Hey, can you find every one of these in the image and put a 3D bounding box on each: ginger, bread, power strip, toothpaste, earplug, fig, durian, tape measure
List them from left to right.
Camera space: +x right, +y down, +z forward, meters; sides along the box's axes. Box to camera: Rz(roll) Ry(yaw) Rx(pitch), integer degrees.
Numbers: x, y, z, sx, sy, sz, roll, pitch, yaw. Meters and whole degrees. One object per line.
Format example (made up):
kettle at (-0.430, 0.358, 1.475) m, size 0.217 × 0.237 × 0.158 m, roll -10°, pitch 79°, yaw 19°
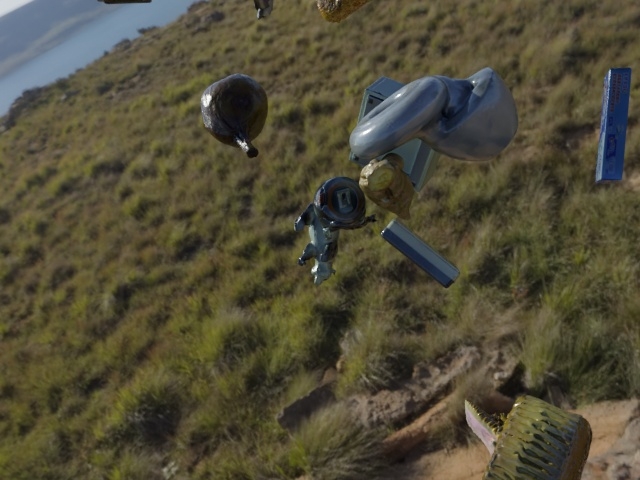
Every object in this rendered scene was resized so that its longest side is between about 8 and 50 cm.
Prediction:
fig at (-0.222, -0.318, 1.360) m, size 0.190 × 0.191 × 0.290 m, roll -22°, pitch 25°, yaw 8°
tape measure at (0.046, -0.067, 0.936) m, size 0.104 × 0.107 × 0.180 m, roll -19°, pitch 2°, yaw -6°
bread at (0.073, -0.641, 1.348) m, size 0.083 × 0.114 × 0.211 m, roll -32°, pitch 11°, yaw -37°
ginger at (0.120, -0.093, 0.939) m, size 0.081 × 0.115 × 0.205 m, roll 10°, pitch 15°, yaw 19°
power strip at (0.293, 0.036, 1.533) m, size 0.070 × 0.256 × 0.105 m, roll -50°, pitch -3°, yaw 12°
earplug at (0.215, -0.228, 1.024) m, size 0.325 × 0.175 × 0.214 m, roll -8°, pitch 17°, yaw 1°
durian at (0.412, 0.434, 1.177) m, size 0.140 × 0.078 × 0.224 m, roll -41°, pitch 68°, yaw -20°
bread at (0.394, 0.423, 0.968) m, size 0.142 × 0.228 × 0.253 m, roll 17°, pitch 51°, yaw 31°
toothpaste at (0.718, -0.279, 1.303) m, size 0.053 × 0.273 × 0.066 m, roll 5°, pitch 0°, yaw 20°

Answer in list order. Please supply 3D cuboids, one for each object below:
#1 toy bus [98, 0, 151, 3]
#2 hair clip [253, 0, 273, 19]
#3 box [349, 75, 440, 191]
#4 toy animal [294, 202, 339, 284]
toy bus at (-0.260, -0.364, 0.650) m, size 0.073 × 0.076 × 0.167 m, roll -3°, pitch -11°, yaw -6°
hair clip at (-0.083, -0.387, 0.709) m, size 0.049 × 0.172 × 0.116 m, roll 5°, pitch 25°, yaw 9°
box at (0.217, -0.286, 1.434) m, size 0.224 × 0.225 × 0.117 m, roll 27°, pitch 44°, yaw 17°
toy animal at (0.000, 0.000, 1.356) m, size 0.093 × 0.225 × 0.121 m, roll -6°, pitch -3°, yaw 25°
